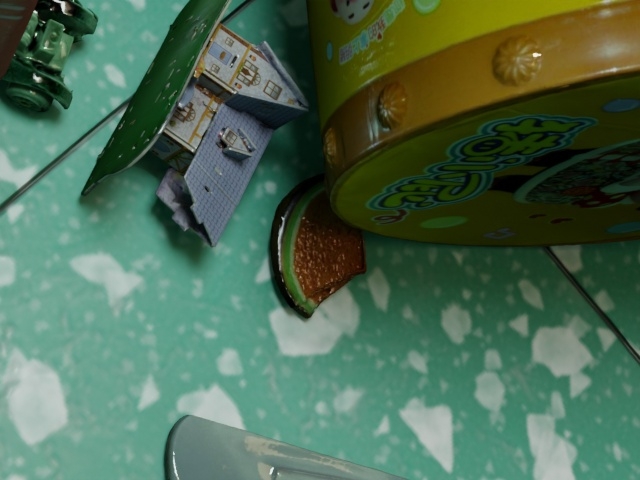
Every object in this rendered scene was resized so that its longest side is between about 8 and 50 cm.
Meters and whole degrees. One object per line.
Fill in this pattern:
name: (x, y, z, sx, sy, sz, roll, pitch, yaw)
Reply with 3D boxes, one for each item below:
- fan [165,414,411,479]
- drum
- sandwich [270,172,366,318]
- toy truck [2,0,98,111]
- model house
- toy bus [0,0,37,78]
fan: (0.032, 0.158, 1.114, 0.282, 0.023, 0.057, 11, 63, -24)
drum: (0.194, -0.144, 1.052, 0.431, 0.431, 0.214, 1, 76, -27)
sandwich: (-0.003, 0.002, 1.139, 0.069, 0.026, 0.101, 3, 78, -30)
toy truck: (-0.211, -0.144, 1.043, 0.154, 0.078, 0.080, 23, 68, -20)
model house: (-0.065, -0.081, 1.081, 0.088, 0.117, 0.167, 35, 60, -19)
toy bus: (-0.351, -0.206, 0.862, 0.427, 0.233, 0.203, 5, 73, -14)
